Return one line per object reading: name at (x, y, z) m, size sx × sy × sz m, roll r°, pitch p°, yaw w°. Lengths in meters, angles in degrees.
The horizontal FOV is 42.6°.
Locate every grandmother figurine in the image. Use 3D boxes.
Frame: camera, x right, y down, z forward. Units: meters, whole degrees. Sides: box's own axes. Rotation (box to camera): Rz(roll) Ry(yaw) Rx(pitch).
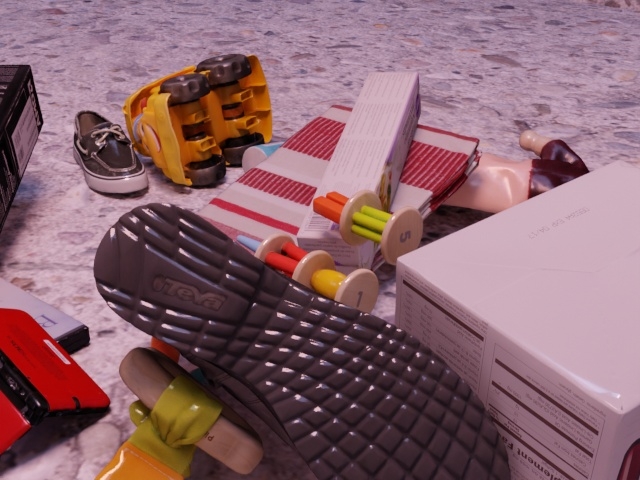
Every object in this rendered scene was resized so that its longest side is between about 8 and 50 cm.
grandmother figurine at (0.261, -0.064, 1.024) m, size 0.342 × 0.104 × 0.208 m, roll 12°, pitch 56°, yaw 15°

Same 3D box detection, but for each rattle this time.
rattle at (-0.132, 0.154, 0.646) m, size 0.130 × 0.143 × 0.199 m, roll 23°, pitch -2°, yaw -29°

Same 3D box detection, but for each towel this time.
towel at (0.008, -0.046, 0.947) m, size 0.237 × 0.037 × 0.329 m, roll 21°, pitch 49°, yaw 33°

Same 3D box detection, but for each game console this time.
game console at (-0.272, 0.126, 0.681) m, size 0.144 × 0.085 × 0.124 m, roll 37°, pitch 10°, yaw 27°

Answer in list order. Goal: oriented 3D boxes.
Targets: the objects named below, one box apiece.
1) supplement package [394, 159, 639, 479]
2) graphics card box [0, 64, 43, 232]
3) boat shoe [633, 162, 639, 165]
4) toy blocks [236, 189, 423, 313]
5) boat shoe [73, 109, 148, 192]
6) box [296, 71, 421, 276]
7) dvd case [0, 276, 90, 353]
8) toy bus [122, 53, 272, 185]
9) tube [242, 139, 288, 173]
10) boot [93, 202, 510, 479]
supplement package at (0.219, 0.072, 0.632) m, size 0.261 × 0.145 × 0.204 m, roll -23°, pitch 39°, yaw -29°
graphics card box at (-0.455, -0.066, 0.881) m, size 0.232 × 0.094 × 0.371 m, roll -3°, pitch 40°, yaw -3°
boat shoe at (0.484, -0.081, 1.116) m, size 0.125 × 0.038 × 0.046 m, roll 4°, pitch -15°, yaw -6°
toy blocks at (0.000, 0.000, 0.733) m, size 0.148 × 0.054 × 0.123 m, roll 23°, pitch 68°, yaw 39°
boat shoe at (-0.305, -0.128, 1.153) m, size 0.077 × 0.070 × 0.219 m, roll -15°, pitch 31°, yaw -29°
box at (0.051, -0.079, 0.896) m, size 0.067 × 0.063 × 0.324 m, roll 3°, pitch 41°, yaw 16°
dvd case at (-0.371, 0.084, 0.787) m, size 0.253 × 0.022 × 0.180 m, roll 21°, pitch 33°, yaw 34°
toy bus at (-0.207, -0.178, 1.185) m, size 0.211 × 0.150 × 0.220 m, roll 7°, pitch 28°, yaw 29°
tube at (-0.024, -0.128, 1.192) m, size 0.080 × 0.052 × 0.207 m, roll 26°, pitch 31°, yaw 33°
boot at (-0.014, 0.093, 0.646) m, size 0.338 × 0.118 × 0.223 m, roll 41°, pitch -8°, yaw 2°
